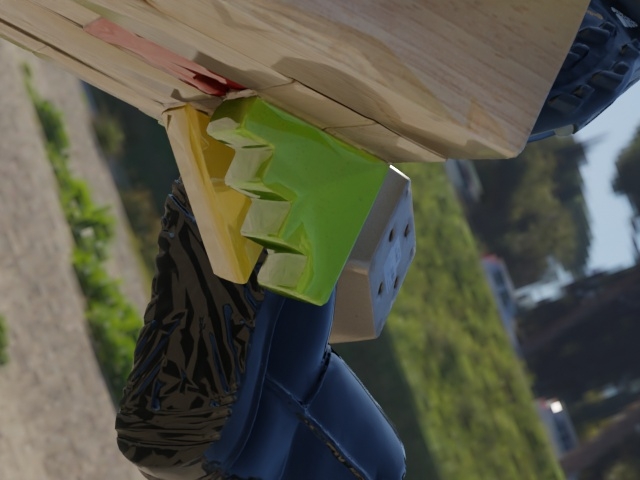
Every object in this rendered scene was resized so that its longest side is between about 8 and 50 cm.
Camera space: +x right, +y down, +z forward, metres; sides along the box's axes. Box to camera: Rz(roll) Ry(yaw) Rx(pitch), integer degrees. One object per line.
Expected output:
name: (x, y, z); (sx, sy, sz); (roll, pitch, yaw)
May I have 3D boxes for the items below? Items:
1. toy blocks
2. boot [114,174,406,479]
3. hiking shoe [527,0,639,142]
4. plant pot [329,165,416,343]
toy blocks: (-0.083, -0.123, 0.517); (0.261, 0.190, 0.381); (27, -5, -16)
boot: (-0.014, 0.061, 0.944); (0.207, 0.094, 0.246); (53, 47, -52)
hiking shoe: (0.113, -0.092, 0.945); (0.113, 0.304, 0.132); (54, -44, 14)
plant pot: (0.000, 0.000, 1.008); (0.109, 0.096, 0.109); (82, 27, -51)
